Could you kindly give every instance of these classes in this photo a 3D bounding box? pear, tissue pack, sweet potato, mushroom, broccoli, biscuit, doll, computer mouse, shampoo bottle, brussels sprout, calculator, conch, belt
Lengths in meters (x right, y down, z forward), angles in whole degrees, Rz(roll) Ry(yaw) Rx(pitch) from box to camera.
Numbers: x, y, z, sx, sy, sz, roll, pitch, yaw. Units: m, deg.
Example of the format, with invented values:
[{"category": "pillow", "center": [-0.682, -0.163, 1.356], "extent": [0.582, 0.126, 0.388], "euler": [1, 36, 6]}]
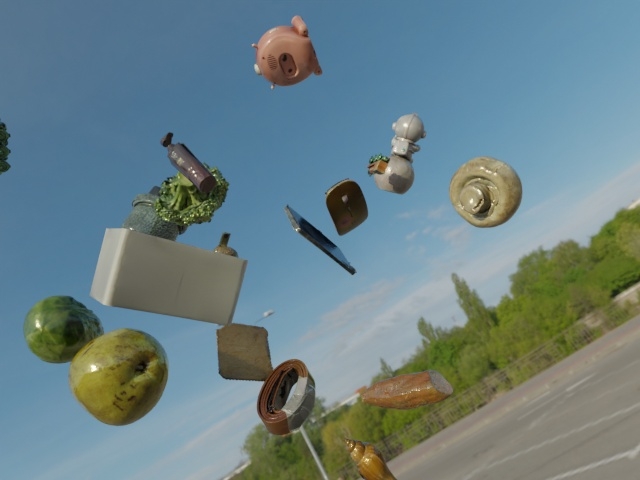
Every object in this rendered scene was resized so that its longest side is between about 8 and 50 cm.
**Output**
[{"category": "pear", "center": [-0.628, 0.427, 1.567], "extent": [0.304, 0.304, 0.304], "euler": [-27, -23, -12]}, {"category": "tissue pack", "center": [-0.292, 0.072, 0.944], "extent": [0.246, 0.136, 0.159], "euler": [18, -9, -34]}, {"category": "sweet potato", "center": [0.224, 0.399, 1.304], "extent": [0.252, 0.097, 0.097], "euler": [-15, -14, 26]}, {"category": "mushroom", "center": [0.372, -0.110, 1.113], "extent": [0.127, 0.166, 0.166], "euler": [-17, -26, -49]}, {"category": "broccoli", "center": [-0.498, -0.178, 1.920], "extent": [0.235, 0.288, 0.260], "euler": [33, -20, -29]}, {"category": "biscuit", "center": [-0.285, 0.417, 1.838], "extent": [0.237, 0.232, 0.013], "euler": [17, -44, -37]}, {"category": "doll", "center": [0.284, -0.308, 1.710], "extent": [0.151, 0.151, 0.287], "euler": [7, -78, -57]}, {"category": "computer mouse", "center": [0.110, -0.123, 1.994], "extent": [0.158, 0.072, 0.310], "euler": [-33, -35, -6]}, {"category": "shampoo bottle", "center": [-0.396, -0.233, 1.438], "extent": [0.068, 0.236, 0.067], "euler": [-42, -25, -12]}, {"category": "brussels sprout", "center": [-0.899, 0.320, 1.732], "extent": [0.210, 0.219, 0.271], "euler": [-44, -28, 16]}, {"category": "doll", "center": [-0.366, 0.080, 1.824], "extent": [0.115, 0.221, 0.105], "euler": [12, -17, -13]}, {"category": "calculator", "center": [0.000, 0.000, 1.464], "extent": [0.021, 0.161, 0.262], "euler": [-45, -59, 9]}, {"category": "conch", "center": [0.186, 0.742, 1.547], "extent": [0.093, 0.330, 0.109], "euler": [-43, 5, -35]}, {"category": "belt", "center": [-0.118, 0.562, 1.765], "extent": [0.184, 0.261, 0.105], "euler": [-1, -49, 23]}]

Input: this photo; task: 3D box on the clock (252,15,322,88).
[{"category": "clock", "center": [-0.135, -0.692, 1.862], "extent": [0.241, 0.142, 0.227], "euler": [-23, -43, 2]}]

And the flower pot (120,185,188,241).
[{"category": "flower pot", "center": [-0.756, -0.090, 2.306], "extent": [0.299, 0.299, 0.282], "euler": [105, -176, -59]}]

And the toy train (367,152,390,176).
[{"category": "toy train", "center": [0.179, -0.234, 1.540], "extent": [0.044, 0.064, 0.103], "euler": [23, -10, -18]}]

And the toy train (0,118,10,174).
[{"category": "toy train", "center": [-0.908, -0.252, 1.320], "extent": [0.118, 0.074, 0.176], "euler": [-9, -47, -38]}]
